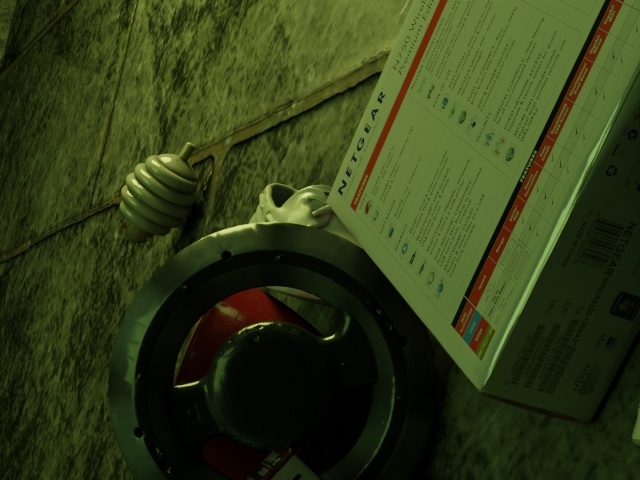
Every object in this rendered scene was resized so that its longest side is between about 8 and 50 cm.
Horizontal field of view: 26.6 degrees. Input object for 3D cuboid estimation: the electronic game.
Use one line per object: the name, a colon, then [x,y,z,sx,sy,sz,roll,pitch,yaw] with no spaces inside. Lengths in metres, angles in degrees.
electronic game: [-0.033,0.101,0.943,0.048,0.229,0.229,64,-138,-85]

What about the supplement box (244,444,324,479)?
supplement box: [-0.059,0.260,0.859,0.239,0.130,0.073,-46,2,-10]

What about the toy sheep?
toy sheep: [-0.178,-0.054,1.515,0.132,0.091,0.091,-62,26,12]

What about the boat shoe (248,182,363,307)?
boat shoe: [0.000,0.000,1.091,0.267,0.096,0.088,-154,77,-74]

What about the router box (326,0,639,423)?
router box: [0.144,-0.107,0.853,0.335,0.082,0.301,-66,25,16]

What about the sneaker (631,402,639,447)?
sneaker: [0.224,0.025,0.591,0.226,0.086,0.163,0,77,66]

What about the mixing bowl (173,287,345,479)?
mixing bowl: [-0.041,0.128,1.037,0.181,0.098,0.181,15,-90,-74]
